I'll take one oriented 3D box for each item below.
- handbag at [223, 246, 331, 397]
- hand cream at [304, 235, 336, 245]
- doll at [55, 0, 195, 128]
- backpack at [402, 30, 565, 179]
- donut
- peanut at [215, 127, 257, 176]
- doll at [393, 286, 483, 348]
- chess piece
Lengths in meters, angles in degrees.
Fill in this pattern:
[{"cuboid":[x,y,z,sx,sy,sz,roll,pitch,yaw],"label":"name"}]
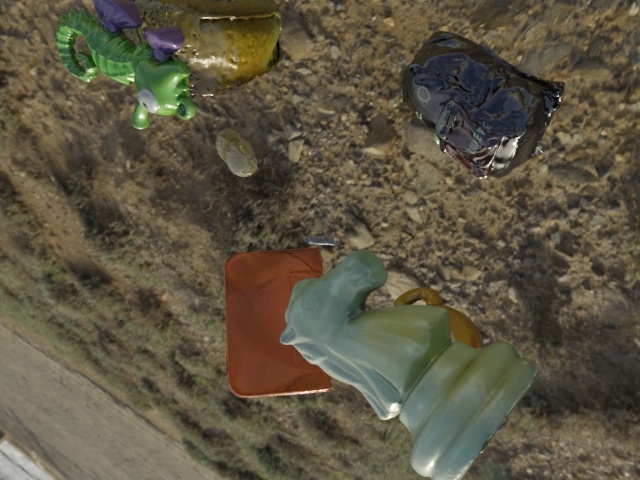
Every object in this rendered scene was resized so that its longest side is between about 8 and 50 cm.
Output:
[{"cuboid":[-0.120,0.227,1.432,0.304,0.409,0.116,-3,167,-3],"label":"handbag"},{"cuboid":[0.000,0.000,1.371,0.019,0.093,0.030,-52,47,50],"label":"hand cream"},{"cuboid":[-0.190,-0.171,0.485,0.190,0.050,0.115,34,126,17],"label":"doll"},{"cuboid":[0.161,-0.144,0.542,0.165,0.106,0.120,38,168,23],"label":"backpack"},{"cuboid":[-0.176,-0.321,0.722,0.272,0.272,0.107,31,132,12],"label":"donut"},{"cuboid":[-0.254,-0.265,1.490,0.214,0.090,0.098,47,156,43],"label":"peanut"},{"cuboid":[0.219,0.238,0.893,0.167,0.162,0.269,-1,115,33],"label":"doll"},{"cuboid":[0.080,0.127,0.593,0.298,0.176,0.175,34,137,28],"label":"chess piece"}]
